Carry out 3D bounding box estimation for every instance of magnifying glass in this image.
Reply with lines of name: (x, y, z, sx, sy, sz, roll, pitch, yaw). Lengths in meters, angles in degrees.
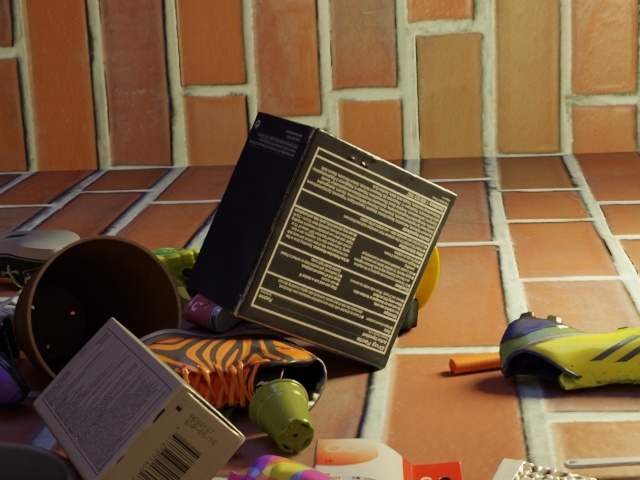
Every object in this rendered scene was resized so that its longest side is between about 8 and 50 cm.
magnifying glass: (0.308, 0.177, 2.010, 0.231, 0.026, 0.092, -4, 14, -15)

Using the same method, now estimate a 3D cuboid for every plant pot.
plant pot: (-0.044, 0.237, 1.733, 0.083, 0.083, 0.079, -7, 27, -17)
plant pot: (-0.373, 0.121, 2.023, 0.237, 0.237, 0.254, -11, 1, -32)

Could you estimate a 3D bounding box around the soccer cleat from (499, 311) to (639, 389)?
soccer cleat: (0.398, 0.178, 1.901, 0.289, 0.093, 0.121, 7, 46, 20)

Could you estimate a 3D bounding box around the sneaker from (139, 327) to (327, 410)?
sneaker: (-0.132, 0.190, 1.824, 0.321, 0.124, 0.180, -12, 15, -33)

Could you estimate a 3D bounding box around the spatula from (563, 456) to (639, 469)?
spatula: (0.413, 0.285, 1.546, 0.242, 0.019, 0.168, -4, 19, 0)

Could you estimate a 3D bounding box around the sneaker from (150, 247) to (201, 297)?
sneaker: (-0.246, 0.053, 2.461, 0.296, 0.109, 0.123, 2, 18, 22)

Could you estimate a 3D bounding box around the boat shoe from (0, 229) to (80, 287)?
boat shoe: (-0.573, 0.042, 2.592, 0.306, 0.104, 0.113, -1, 16, 37)

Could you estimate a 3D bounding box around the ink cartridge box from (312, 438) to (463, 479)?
ink cartridge box: (0.080, 0.279, 1.579, 0.179, 0.045, 0.145, -5, 14, 3)

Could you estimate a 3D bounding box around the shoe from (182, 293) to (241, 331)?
shoe: (-0.159, 0.107, 2.308, 0.081, 0.063, 0.178, 12, 23, 32)

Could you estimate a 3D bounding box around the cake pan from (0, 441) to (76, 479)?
cake pan: (-0.428, 0.310, 1.529, 0.293, 0.054, 0.293, -3, 13, 1)

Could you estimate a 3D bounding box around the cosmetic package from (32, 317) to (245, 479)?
cosmetic package: (-0.228, 0.218, 1.603, 0.160, 0.113, 0.309, -48, 24, -7)

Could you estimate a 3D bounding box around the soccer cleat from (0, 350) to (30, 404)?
soccer cleat: (-0.561, 0.204, 1.953, 0.318, 0.108, 0.116, 10, 41, 35)

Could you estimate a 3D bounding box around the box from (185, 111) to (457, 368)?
box: (0.000, 0.000, 2.003, 0.296, 0.294, 0.183, 23, -1, -34)

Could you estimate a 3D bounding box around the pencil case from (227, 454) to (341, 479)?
pencil case: (0.010, 0.297, 1.399, 0.236, 0.104, 0.104, 9, 18, 43)

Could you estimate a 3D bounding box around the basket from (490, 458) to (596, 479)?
basket: (0.212, 0.300, 1.309, 0.103, 0.113, 0.167, 4, 15, 19)

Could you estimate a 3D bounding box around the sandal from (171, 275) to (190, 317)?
sandal: (-0.305, 0.121, 2.292, 0.060, 0.090, 0.219, -20, 8, 36)

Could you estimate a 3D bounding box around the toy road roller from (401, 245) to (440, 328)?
toy road roller: (0.041, 0.042, 2.283, 0.330, 0.202, 0.240, 4, 2, 8)

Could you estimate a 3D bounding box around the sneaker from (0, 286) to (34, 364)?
sneaker: (-0.523, 0.139, 2.188, 0.118, 0.110, 0.292, -8, 11, 16)
